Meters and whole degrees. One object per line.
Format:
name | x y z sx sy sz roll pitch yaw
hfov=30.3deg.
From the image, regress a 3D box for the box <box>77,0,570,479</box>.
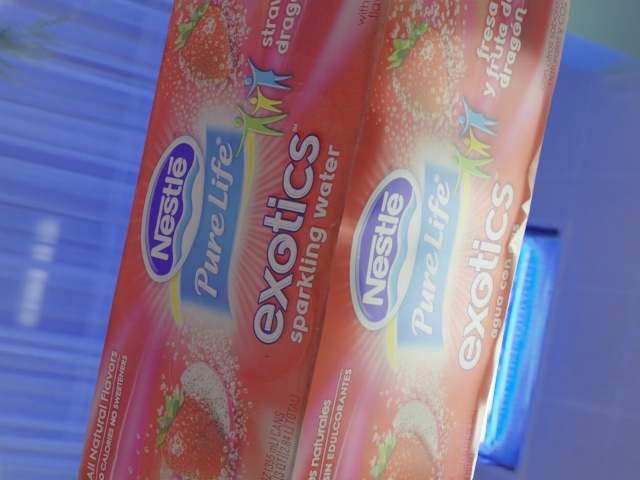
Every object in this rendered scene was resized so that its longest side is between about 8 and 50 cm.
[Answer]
box | 0.000 0.000 0.602 0.154 0.142 0.300 14 -88 43
